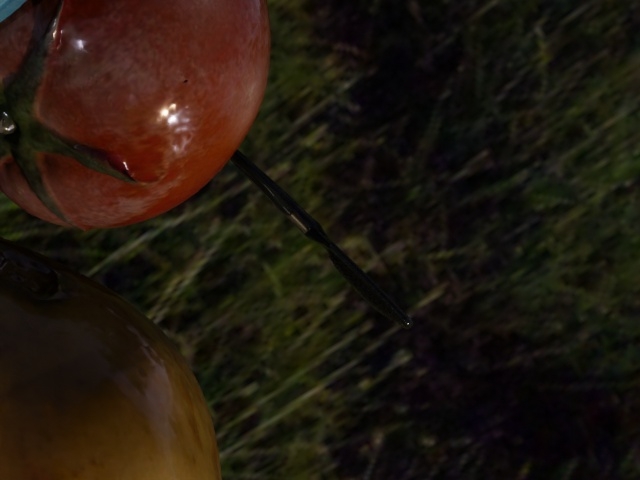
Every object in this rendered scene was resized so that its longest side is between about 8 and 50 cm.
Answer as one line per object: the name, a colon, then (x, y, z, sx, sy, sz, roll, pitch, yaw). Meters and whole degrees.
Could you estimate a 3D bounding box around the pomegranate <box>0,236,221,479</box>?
pomegranate: (-0.187, 0.122, 0.699, 0.307, 0.307, 0.307, 32, 41, -32)

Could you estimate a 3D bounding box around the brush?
brush: (0.000, 0.000, 1.154, 0.193, 0.016, 0.063, 46, -5, -1)

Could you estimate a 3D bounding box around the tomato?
tomato: (-0.163, -0.150, 1.114, 0.265, 0.265, 0.265, 32, 41, -32)

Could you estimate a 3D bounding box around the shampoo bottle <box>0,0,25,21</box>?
shampoo bottle: (-0.338, -0.282, 0.812, 0.331, 0.331, 0.343, -10, 68, -54)
